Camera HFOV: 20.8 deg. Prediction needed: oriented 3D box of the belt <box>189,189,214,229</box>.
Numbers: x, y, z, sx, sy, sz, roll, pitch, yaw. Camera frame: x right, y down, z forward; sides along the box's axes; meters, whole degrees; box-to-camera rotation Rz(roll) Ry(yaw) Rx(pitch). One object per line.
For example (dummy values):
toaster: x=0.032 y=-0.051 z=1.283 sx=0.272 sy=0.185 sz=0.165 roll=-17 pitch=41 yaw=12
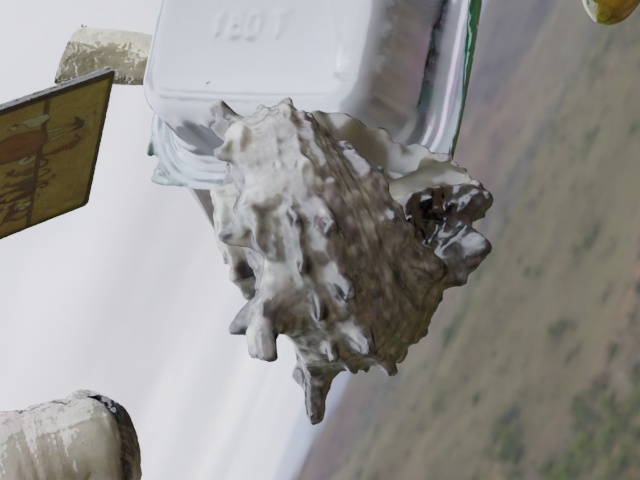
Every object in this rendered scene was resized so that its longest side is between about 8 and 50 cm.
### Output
belt: x=-0.111 y=-0.047 z=1.927 sx=0.053 sy=0.232 sz=0.071 roll=-28 pitch=21 yaw=7

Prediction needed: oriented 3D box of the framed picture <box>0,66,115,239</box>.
framed picture: x=-0.411 y=-0.073 z=2.149 sx=0.339 sy=0.014 sz=0.255 roll=-23 pitch=-30 yaw=-34

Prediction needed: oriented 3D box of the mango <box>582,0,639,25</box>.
mango: x=0.341 y=-0.338 z=2.065 sx=0.115 sy=0.165 sz=0.089 roll=-14 pitch=-11 yaw=-33

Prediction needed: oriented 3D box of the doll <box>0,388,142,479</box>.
doll: x=-0.247 y=0.193 z=1.478 sx=0.095 sy=0.192 sz=0.149 roll=100 pitch=147 yaw=-60

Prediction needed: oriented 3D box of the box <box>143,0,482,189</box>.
box: x=-0.029 y=-0.179 z=1.573 sx=0.106 sy=0.337 sz=0.264 roll=28 pitch=-111 yaw=-57

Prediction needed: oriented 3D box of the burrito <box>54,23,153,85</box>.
burrito: x=-0.252 y=-0.248 z=2.391 sx=0.060 sy=0.226 sz=0.087 roll=-61 pitch=-25 yaw=-76

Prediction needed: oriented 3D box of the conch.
conch: x=0.000 y=-0.012 z=1.313 sx=0.186 sy=0.240 sz=0.313 roll=-34 pitch=3 yaw=33
